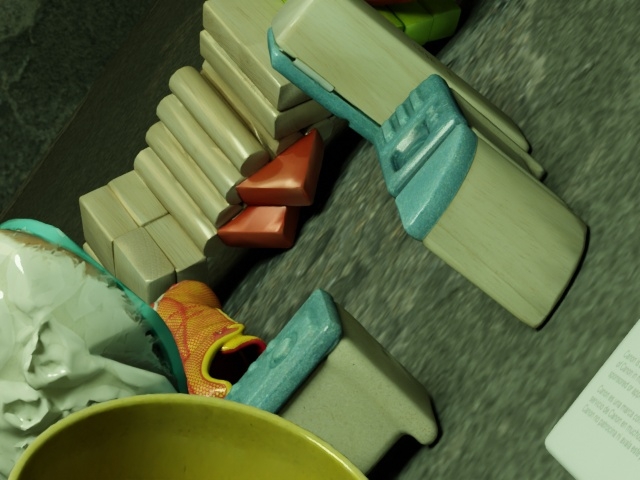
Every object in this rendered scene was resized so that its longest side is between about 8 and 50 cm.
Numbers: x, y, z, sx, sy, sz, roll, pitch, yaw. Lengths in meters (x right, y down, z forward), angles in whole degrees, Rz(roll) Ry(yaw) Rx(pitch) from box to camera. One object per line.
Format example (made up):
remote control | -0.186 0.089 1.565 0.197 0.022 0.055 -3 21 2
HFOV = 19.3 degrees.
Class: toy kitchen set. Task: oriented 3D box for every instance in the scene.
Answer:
toy kitchen set | 0.000 0.000 0.789 0.166 0.122 0.207 -50 14 11

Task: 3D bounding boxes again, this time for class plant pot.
plant pot | -0.047 0.132 0.648 0.134 0.134 0.095 -74 -2 -56

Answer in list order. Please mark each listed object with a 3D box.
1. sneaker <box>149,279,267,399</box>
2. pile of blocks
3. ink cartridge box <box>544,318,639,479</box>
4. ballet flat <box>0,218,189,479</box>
sneaker | -0.053 0.066 0.968 0.067 0.064 0.175 -30 23 8
pile of blocks | -0.009 -0.076 1.108 0.112 0.149 0.362 50 119 32
ink cartridge box | 0.142 0.011 0.397 0.175 0.072 0.127 -52 13 2
ballet flat | -0.147 0.121 0.868 0.147 0.147 0.409 -58 -1 -22
